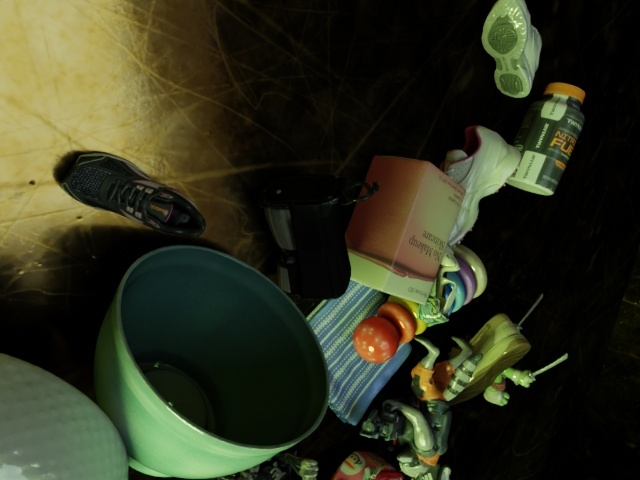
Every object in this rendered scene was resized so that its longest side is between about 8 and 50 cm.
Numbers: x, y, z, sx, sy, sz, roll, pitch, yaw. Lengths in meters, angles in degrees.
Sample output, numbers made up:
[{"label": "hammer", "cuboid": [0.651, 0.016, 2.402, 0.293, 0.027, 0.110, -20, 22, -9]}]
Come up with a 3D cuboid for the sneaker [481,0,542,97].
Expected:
[{"label": "sneaker", "cuboid": [0.400, -0.412, 0.958, 0.115, 0.090, 0.232, -57, 144, -15]}]

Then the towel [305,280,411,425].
[{"label": "towel", "cuboid": [0.078, 0.229, 0.987, 0.243, 0.040, 0.336, -46, 132, -17]}]

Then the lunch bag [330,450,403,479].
[{"label": "lunch bag", "cuboid": [0.054, 0.627, 1.065, 0.293, 0.120, 0.258, -58, 144, -8]}]

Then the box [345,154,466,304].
[{"label": "box", "cuboid": [0.145, -0.019, 0.854, 0.149, 0.127, 0.232, 21, 87, -45]}]

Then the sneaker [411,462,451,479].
[{"label": "sneaker", "cuboid": [0.246, 0.734, 1.247, 0.448, 0.169, 0.257, 11, 80, -66]}]

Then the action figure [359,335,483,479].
[{"label": "action figure", "cuboid": [0.238, 0.391, 1.077, 0.341, 0.179, 0.329, 12, 93, -59]}]

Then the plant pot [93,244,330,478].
[{"label": "plant pot", "cuboid": [-0.163, 0.177, 0.610, 0.293, 0.293, 0.196, 18, 124, -45]}]

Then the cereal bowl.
[{"label": "cereal bowl", "cuboid": [-0.364, 0.262, 0.428, 0.339, 0.141, 0.338, -3, 121, -5]}]

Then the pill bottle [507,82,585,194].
[{"label": "pill bottle", "cuboid": [0.534, -0.242, 1.112, 0.131, 0.130, 0.245, 14, 99, -44]}]

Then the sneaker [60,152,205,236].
[{"label": "sneaker", "cuboid": [-0.214, -0.051, 0.574, 0.178, 0.077, 0.071, 18, 95, -44]}]

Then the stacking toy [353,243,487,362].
[{"label": "stacking toy", "cuboid": [0.198, 0.139, 0.967, 0.330, 0.141, 0.141, -34, 128, -30]}]

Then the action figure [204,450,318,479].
[{"label": "action figure", "cuboid": [-0.096, 0.456, 0.868, 0.164, 0.141, 0.275, -56, 134, -23]}]

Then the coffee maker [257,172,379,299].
[{"label": "coffee maker", "cuboid": [0.000, 0.000, 0.721, 0.120, 0.171, 0.178, -44, 136, -40]}]

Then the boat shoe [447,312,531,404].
[{"label": "boat shoe", "cuboid": [0.396, 0.324, 1.228, 0.122, 0.110, 0.341, 8, 132, -35]}]

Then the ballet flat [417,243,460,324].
[{"label": "ballet flat", "cuboid": [0.233, 0.068, 0.893, 0.070, 0.070, 0.188, 22, 73, -45]}]

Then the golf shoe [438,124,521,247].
[{"label": "golf shoe", "cuboid": [0.281, -0.105, 0.986, 0.140, 0.115, 0.306, 39, 84, -18]}]

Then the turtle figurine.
[{"label": "turtle figurine", "cuboid": [0.556, 0.341, 1.334, 0.275, 0.197, 0.266, -19, 133, -12]}]
